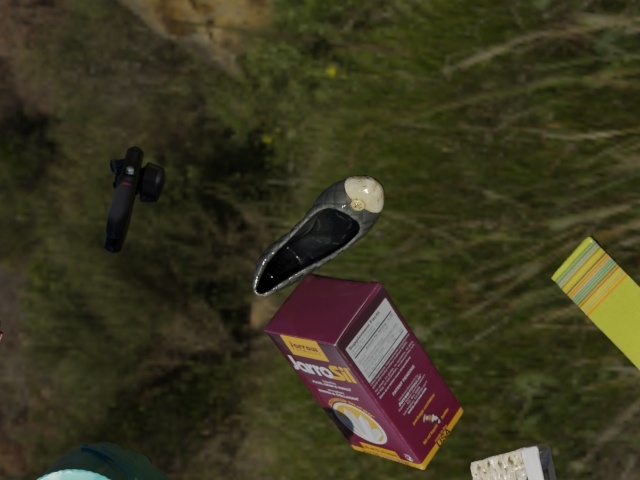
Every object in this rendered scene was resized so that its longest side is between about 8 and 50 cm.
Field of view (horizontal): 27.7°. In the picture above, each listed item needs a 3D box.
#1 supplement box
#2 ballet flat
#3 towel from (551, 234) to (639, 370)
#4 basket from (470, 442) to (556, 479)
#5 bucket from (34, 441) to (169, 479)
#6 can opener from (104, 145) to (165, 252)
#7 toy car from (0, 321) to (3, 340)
[{"bbox_3d":[0.045,0.127,1.260,0.104,0.188,0.081,7,50,47],"label":"supplement box"},{"bbox_3d":[0.000,0.000,1.182,0.173,0.057,0.049,-43,14,37],"label":"ballet flat"},{"bbox_3d":[0.472,0.108,2.025,0.237,0.021,0.102,48,123,16],"label":"towel"},{"bbox_3d":[0.287,0.360,1.888,0.167,0.103,0.113,31,-133,-72],"label":"basket"},{"bbox_3d":[-0.370,0.476,2.109,0.183,0.281,0.281,1,-88,-83],"label":"bucket"},{"bbox_3d":[-0.249,-0.057,1.668,0.186,0.073,0.059,-79,-6,-54],"label":"can opener"},{"bbox_3d":[-0.233,0.028,0.902,0.060,0.040,0.122,-21,52,37],"label":"toy car"}]
